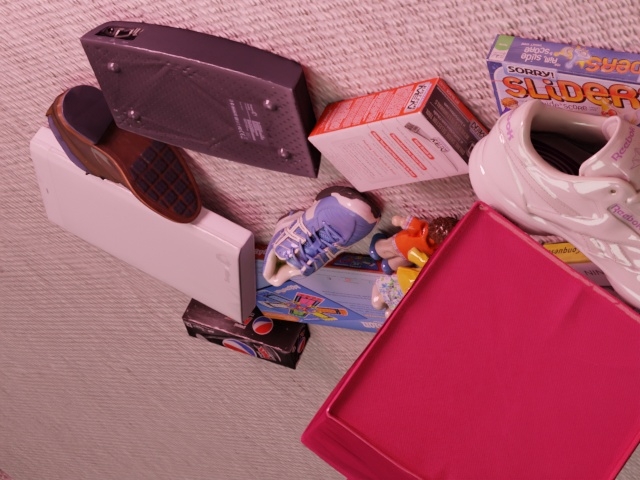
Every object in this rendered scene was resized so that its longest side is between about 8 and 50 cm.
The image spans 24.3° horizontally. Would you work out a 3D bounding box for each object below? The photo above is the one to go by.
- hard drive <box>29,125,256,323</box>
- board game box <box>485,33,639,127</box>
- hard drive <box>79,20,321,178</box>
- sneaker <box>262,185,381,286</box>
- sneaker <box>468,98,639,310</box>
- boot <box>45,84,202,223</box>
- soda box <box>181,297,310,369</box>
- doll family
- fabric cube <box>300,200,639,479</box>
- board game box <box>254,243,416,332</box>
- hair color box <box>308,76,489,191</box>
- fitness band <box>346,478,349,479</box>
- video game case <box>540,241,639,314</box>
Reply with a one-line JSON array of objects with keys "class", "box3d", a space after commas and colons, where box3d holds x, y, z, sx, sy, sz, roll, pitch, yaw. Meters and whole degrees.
[{"class": "hard drive", "box3d": [-0.225, -0.017, 1.915, 0.308, 0.040, 0.203, 27, 153, 13]}, {"class": "board game box", "box3d": [0.260, -0.119, 1.359, 0.201, 0.035, 0.136, 12, 149, 26]}, {"class": "hard drive", "box3d": [-0.122, -0.156, 1.604, 0.255, 0.054, 0.172, 15, 150, 21]}, {"class": "sneaker", "box3d": [0.000, 0.000, 1.739, 0.080, 0.081, 0.211, 35, 150, -13]}, {"class": "sneaker", "box3d": [0.282, -0.026, 1.335, 0.305, 0.114, 0.152, 26, 154, 1]}, {"class": "boot", "box3d": [-0.238, -0.103, 1.792, 0.219, 0.082, 0.106, 46, 160, -21]}, {"class": "soda box", "box3d": [-0.103, 0.121, 2.058, 0.169, 0.060, 0.053, 16, 152, 18]}, {"class": "doll family", "box3d": [0.165, 0.080, 1.693, 0.263, 0.118, 0.163, 39, 150, -22]}, {"class": "fabric cube", "box3d": [0.162, 0.158, 1.446, 0.259, 0.254, 0.258, 37, 165, 3]}, {"class": "board game box", "box3d": [0.017, 0.064, 1.893, 0.281, 0.027, 0.145, 6, 144, 34]}, {"class": "hair color box", "box3d": [0.079, -0.106, 1.520, 0.167, 0.053, 0.093, -7, 137, 49]}, {"class": "fitness band", "box3d": [0.108, 0.254, 1.946, 0.054, 0.209, 0.291, 26, 153, -6]}, {"class": "video game case", "box3d": [0.400, 0.088, 1.596, 0.248, 0.035, 0.275, -6, 139, 45]}]
